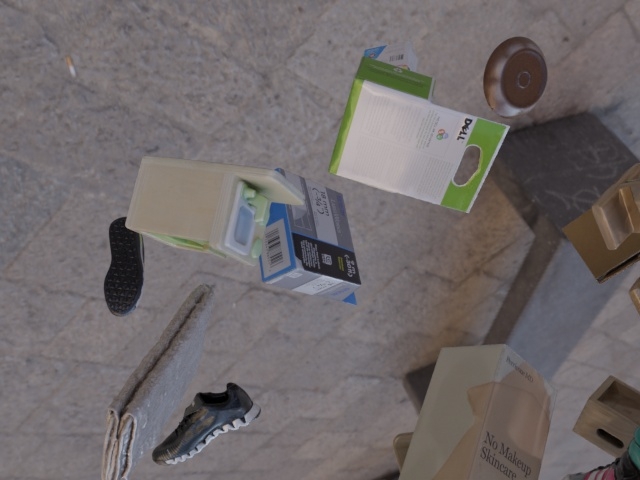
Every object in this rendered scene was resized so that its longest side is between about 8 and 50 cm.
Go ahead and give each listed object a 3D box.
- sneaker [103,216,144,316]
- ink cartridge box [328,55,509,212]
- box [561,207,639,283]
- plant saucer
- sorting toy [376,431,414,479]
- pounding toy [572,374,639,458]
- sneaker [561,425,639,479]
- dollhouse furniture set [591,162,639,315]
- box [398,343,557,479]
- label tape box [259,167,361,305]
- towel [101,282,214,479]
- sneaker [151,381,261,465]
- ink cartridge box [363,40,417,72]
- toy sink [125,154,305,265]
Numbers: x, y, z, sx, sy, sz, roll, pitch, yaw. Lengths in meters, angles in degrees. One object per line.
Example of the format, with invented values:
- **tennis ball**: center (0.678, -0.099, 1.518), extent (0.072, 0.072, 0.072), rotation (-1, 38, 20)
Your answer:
- **sneaker**: center (-0.411, 0.059, 1.453), extent (0.084, 0.234, 0.097), rotation (-4, 155, 2)
- **ink cartridge box**: center (0.161, -0.174, 1.129), extent (0.255, 0.097, 0.188), rotation (17, 129, 0)
- **box**: center (0.568, -0.018, 1.283), extent (0.164, 0.201, 0.021), rotation (-38, 113, 19)
- **plant saucer**: center (0.487, -0.395, 1.630), extent (0.199, 0.036, 0.198), rotation (-8, 108, -25)
- **sorting toy**: center (0.217, 0.479, 1.276), extent (0.307, 0.229, 0.041), rotation (-3, 143, -14)
- **pounding toy**: center (0.498, 0.318, 1.089), extent (0.130, 0.141, 0.100), rotation (-18, 130, -47)
- **sneaker**: center (0.422, 0.321, 0.889), extent (0.178, 0.124, 0.295), rotation (-49, 171, 1)
- **dollhouse furniture set**: center (0.614, 0.039, 0.806), extent (0.256, 0.394, 0.362), rotation (-36, -165, -27)
- **box**: center (0.208, 0.311, 0.917), extent (0.148, 0.311, 0.121), rotation (38, 149, -26)
- **label tape box**: center (0.000, 0.000, 1.518), extent (0.106, 0.240, 0.334), rotation (-27, 152, 32)
- **towel**: center (-0.233, 0.210, 0.990), extent (0.049, 0.282, 0.187), rotation (23, 129, 3)
- **sneaker**: center (-0.245, 0.360, 1.344), extent (0.234, 0.078, 0.106), rotation (-28, 108, -4)
- **ink cartridge box**: center (0.139, -0.323, 1.402), extent (0.104, 0.181, 0.061), rotation (-4, 149, 26)
- **toy sink**: center (-0.163, -0.041, 1.073), extent (0.234, 0.131, 0.153), rotation (8, 170, 19)
